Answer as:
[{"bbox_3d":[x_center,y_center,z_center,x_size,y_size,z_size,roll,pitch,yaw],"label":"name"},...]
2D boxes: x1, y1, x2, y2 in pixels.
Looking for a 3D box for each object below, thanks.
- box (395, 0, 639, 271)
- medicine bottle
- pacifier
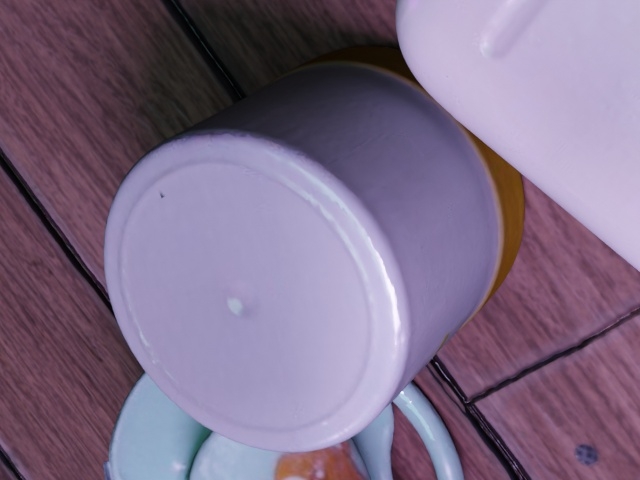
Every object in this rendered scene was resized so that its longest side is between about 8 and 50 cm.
[{"bbox_3d":[0.232,-0.130,0.772,0.349,0.141,0.289,41,126,7],"label":"box"},{"bbox_3d":[0.000,0.000,0.907,0.237,0.232,0.238,13,118,26],"label":"medicine bottle"},{"bbox_3d":[-0.029,0.240,1.066,0.269,0.288,0.343,121,138,-71],"label":"pacifier"}]
